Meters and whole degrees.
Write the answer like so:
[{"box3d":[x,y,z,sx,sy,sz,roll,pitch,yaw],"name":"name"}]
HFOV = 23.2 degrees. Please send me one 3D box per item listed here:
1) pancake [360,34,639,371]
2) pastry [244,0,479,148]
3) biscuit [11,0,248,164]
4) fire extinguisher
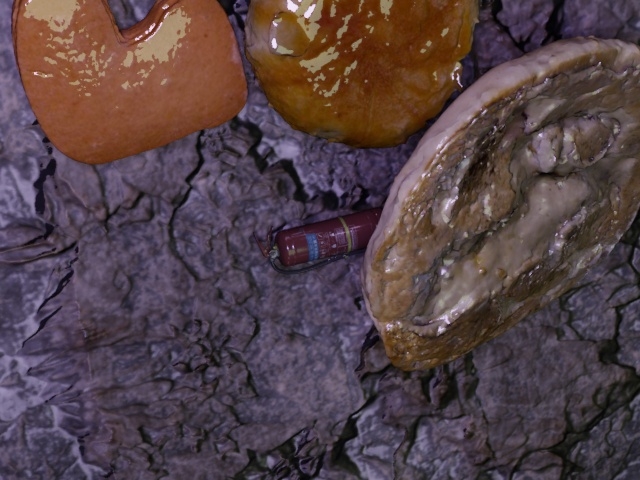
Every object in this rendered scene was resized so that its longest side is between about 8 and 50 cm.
[{"box3d":[0.188,-0.035,1.502,0.387,0.082,0.387,-27,140,-26],"name":"pancake"},{"box3d":[0.041,-0.180,1.374,0.218,0.100,0.229,-25,123,-14],"name":"pastry"},{"box3d":[-0.162,-0.159,1.336,0.192,0.036,0.186,-20,125,-13],"name":"biscuit"},{"box3d":[0.000,0.000,1.510,0.132,0.039,0.056,-14,116,-16],"name":"fire extinguisher"}]
